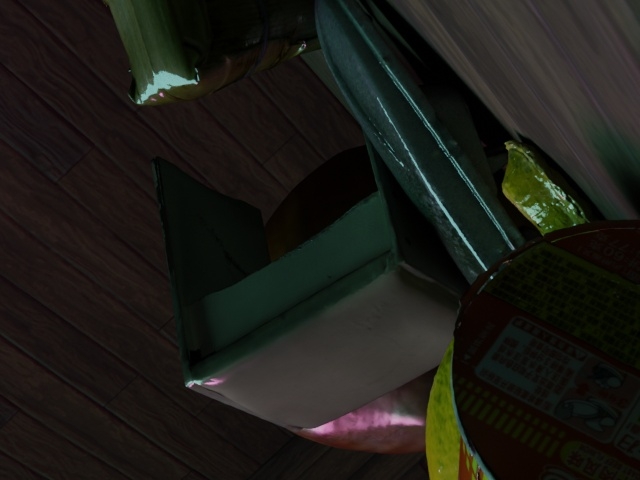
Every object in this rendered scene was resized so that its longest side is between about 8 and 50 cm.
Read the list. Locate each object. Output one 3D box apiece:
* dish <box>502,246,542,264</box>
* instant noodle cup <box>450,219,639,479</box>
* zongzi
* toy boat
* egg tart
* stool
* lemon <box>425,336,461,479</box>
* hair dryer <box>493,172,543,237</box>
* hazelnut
[{"bbox_3d":[0.223,0.076,0.821,0.260,0.085,0.260,46,-176,-4],"label":"dish"},{"bbox_3d":[0.136,0.130,0.636,0.193,0.193,0.212,49,149,35],"label":"instant noodle cup"},{"bbox_3d":[-0.073,-0.261,1.183,0.125,0.274,0.250,-7,104,45],"label":"zongzi"},{"bbox_3d":[0.094,-0.085,1.178,0.319,0.092,0.141,54,-177,-9],"label":"toy boat"},{"bbox_3d":[0.169,-0.030,1.069,0.105,0.039,0.105,45,-176,-4],"label":"egg tart"},{"bbox_3d":[0.000,0.000,1.325,0.170,0.244,0.269,30,-143,-47],"label":"stool"},{"bbox_3d":[0.198,0.131,1.074,0.240,0.240,0.219,43,-137,-60],"label":"lemon"},{"bbox_3d":[0.220,0.031,1.377,0.278,0.090,0.135,55,-174,23],"label":"hair dryer"},{"bbox_3d":[0.087,0.071,1.552,0.366,0.366,0.366,47,-178,-3],"label":"hazelnut"}]
